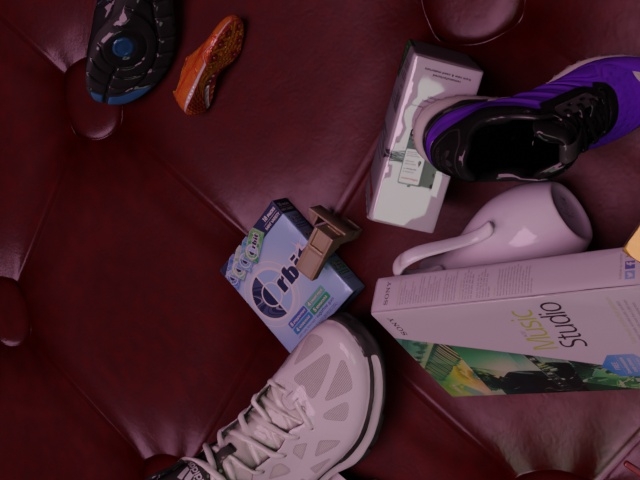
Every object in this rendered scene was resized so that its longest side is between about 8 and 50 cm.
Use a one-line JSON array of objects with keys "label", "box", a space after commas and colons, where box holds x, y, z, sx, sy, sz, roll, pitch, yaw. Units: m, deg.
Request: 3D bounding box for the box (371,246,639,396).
[{"label": "box", "box": [0.253, 0.108, 1.015, 0.322, 0.232, 0.058, -9, 51, 35]}]

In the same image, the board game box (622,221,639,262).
[{"label": "board game box", "box": [0.431, -0.121, 0.831, 0.064, 0.242, 0.316, 36, 117, 20]}]

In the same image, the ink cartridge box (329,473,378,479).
[{"label": "ink cartridge box", "box": [0.050, 0.437, 1.299, 0.235, 0.056, 0.171, 31, 117, 51]}]

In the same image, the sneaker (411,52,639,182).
[{"label": "sneaker", "box": [0.259, -0.119, 0.932, 0.293, 0.146, 0.102, -16, 114, -3]}]

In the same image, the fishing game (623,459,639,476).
[{"label": "fishing game", "box": [0.480, 0.215, 0.956, 0.189, 0.041, 0.264, 34, 117, -2]}]

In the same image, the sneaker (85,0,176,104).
[{"label": "sneaker", "box": [-0.287, -0.372, 1.336, 0.340, 0.125, 0.139, -62, 39, 28]}]

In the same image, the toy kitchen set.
[{"label": "toy kitchen set", "box": [0.000, 0.000, 1.224, 0.068, 0.083, 0.075, 38, 119, 21]}]

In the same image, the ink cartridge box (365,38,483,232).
[{"label": "ink cartridge box", "box": [0.123, -0.132, 1.070, 0.087, 0.153, 0.208, 14, 110, -3]}]

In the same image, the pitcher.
[{"label": "pitcher", "box": [0.206, 0.011, 1.041, 0.207, 0.178, 0.125, -35, 57, 34]}]

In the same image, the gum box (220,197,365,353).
[{"label": "gum box", "box": [-0.046, 0.056, 1.290, 0.184, 0.041, 0.157, 47, 120, 15]}]

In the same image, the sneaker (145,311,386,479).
[{"label": "sneaker", "box": [-0.085, 0.300, 1.201, 0.169, 0.257, 0.447, 46, 126, 30]}]

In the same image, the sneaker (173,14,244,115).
[{"label": "sneaker", "box": [-0.176, -0.272, 1.298, 0.067, 0.064, 0.175, 51, 119, 25]}]
